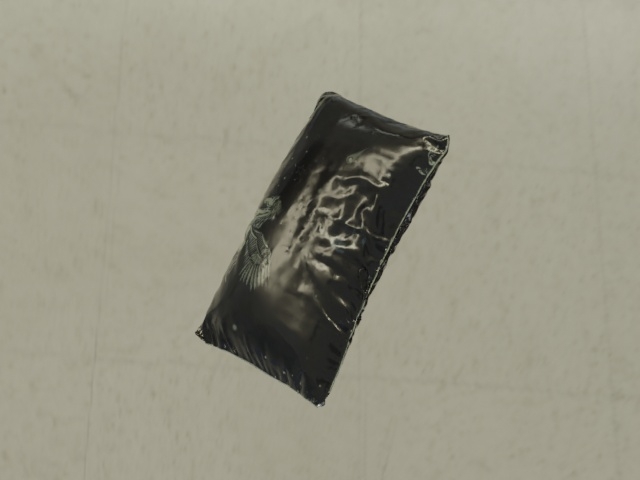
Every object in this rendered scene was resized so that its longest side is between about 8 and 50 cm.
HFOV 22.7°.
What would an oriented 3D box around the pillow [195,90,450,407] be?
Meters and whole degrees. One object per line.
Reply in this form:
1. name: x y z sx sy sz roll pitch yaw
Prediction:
1. pillow: 0.000 0.000 1.135 0.141 0.055 0.208 25 87 43
